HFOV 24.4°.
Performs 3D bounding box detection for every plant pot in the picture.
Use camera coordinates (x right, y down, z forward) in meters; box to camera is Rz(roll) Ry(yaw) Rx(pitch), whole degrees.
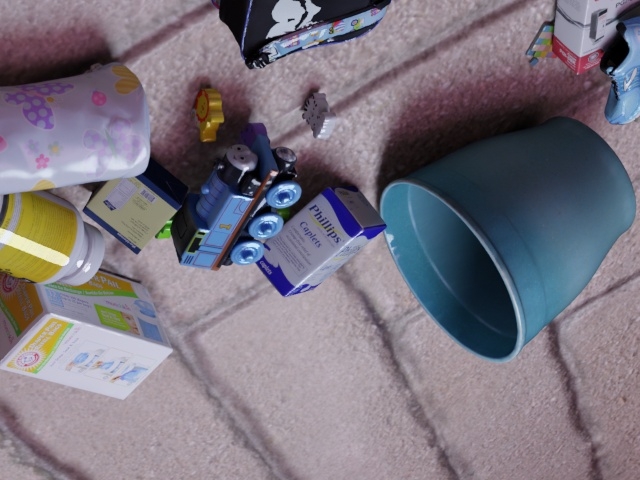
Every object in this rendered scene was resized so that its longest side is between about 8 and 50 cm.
[{"bbox_3d":[0.260,-0.022,1.919,0.255,0.271,0.272,-33,147,-21],"label":"plant pot"}]

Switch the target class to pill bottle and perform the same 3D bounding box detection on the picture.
[{"bbox_3d":[-0.328,-0.010,1.637,0.103,0.103,0.184,-43,142,16],"label":"pill bottle"}]

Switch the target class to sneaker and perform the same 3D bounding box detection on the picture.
[{"bbox_3d":[0.372,-0.213,1.831,0.073,0.063,0.162,-8,133,-17],"label":"sneaker"}]

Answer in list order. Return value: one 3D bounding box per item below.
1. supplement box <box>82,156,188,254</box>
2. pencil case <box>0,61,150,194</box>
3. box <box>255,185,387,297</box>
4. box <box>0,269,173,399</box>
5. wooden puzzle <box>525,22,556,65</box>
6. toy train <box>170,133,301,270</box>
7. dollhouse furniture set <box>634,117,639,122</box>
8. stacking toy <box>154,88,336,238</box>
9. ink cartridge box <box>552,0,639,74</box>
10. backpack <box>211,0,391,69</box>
[{"bbox_3d":[-0.210,-0.047,1.685,0.083,0.056,0.083,39,112,-12],"label":"supplement box"},{"bbox_3d":[-0.310,-0.110,1.519,0.273,0.113,0.124,-10,100,-25],"label":"pencil case"},{"bbox_3d":[0.000,0.000,1.866,0.137,0.072,0.126,-41,172,14],"label":"box"},{"bbox_3d":[-0.297,0.102,1.783,0.103,0.114,0.203,-44,142,21],"label":"box"},{"bbox_3d":[0.289,-0.252,1.862,0.049,0.006,0.083,-2,135,-34],"label":"wooden puzzle"},{"bbox_3d":[-0.097,-0.041,1.706,0.105,0.080,0.184,8,133,-31],"label":"toy train"},{"bbox_3d":[0.521,-0.261,1.849,0.197,0.151,0.302,-27,146,-31],"label":"dollhouse furniture set"},{"bbox_3d":[-0.094,-0.089,1.758,0.167,0.052,0.221,-2,138,-31],"label":"stacking toy"},{"bbox_3d":[0.343,-0.284,1.810,0.099,0.056,0.135,-27,145,-17],"label":"ink cartridge box"},{"bbox_3d":[-0.012,-0.275,1.530,0.173,0.117,0.158,-14,141,-21],"label":"backpack"}]
